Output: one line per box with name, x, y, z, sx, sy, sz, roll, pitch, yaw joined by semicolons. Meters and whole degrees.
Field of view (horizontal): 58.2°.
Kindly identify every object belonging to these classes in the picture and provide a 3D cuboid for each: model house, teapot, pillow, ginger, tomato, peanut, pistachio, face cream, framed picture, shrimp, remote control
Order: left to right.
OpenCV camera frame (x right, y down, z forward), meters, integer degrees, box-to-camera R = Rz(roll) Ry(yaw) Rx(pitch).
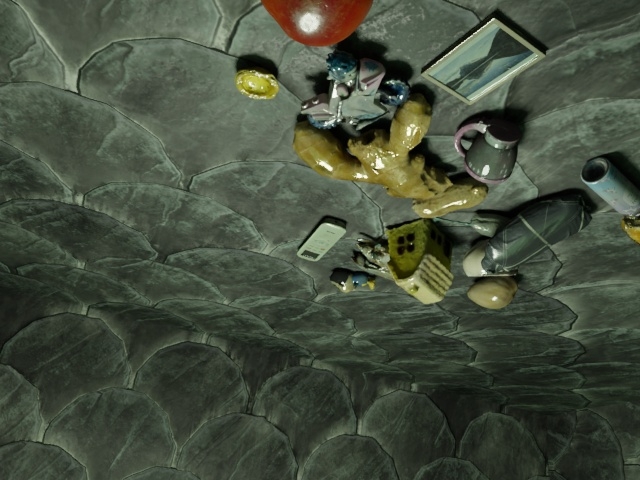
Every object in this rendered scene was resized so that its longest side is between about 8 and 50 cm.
tomato;-0.008;-0.433;1.031;0.228;0.112;0.199;21;150;-27
remote control;-0.001;0.000;1.967;0.090;0.038;0.309;17;153;-15
ginger;0.143;-0.193;1.447;0.363;0.122;0.348;-15;137;22
shrimp;0.218;0.078;2.020;0.247;0.085;0.360;-5;155;40
model house;0.306;0.080;1.808;0.175;0.234;0.193;-11;146;35
peanut;0.350;-0.120;1.560;0.214;0.099;0.099;-19;143;36
framed picture;0.326;-0.360;1.169;0.150;0.015;0.203;23;150;-27
teapot;0.399;-0.224;1.346;0.116;0.148;0.146;-21;148;-21
pistachio;0.615;0.180;2.050;0.185;0.124;0.124;-5;151;39
pillow;0.595;-0.013;1.614;0.335;0.092;0.161;-37;126;24
face cream;0.742;-0.125;1.439;0.229;0.075;0.075;27;149;-33

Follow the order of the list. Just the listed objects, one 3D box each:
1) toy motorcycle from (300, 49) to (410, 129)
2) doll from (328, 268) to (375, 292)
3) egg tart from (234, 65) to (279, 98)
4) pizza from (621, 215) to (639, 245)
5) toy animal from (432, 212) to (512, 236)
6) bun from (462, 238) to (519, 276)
toy motorcycle;0.049;-0.329;1.227;0.239;0.108;0.204;-28;144;20
doll;0.118;0.158;2.199;0.179;0.102;0.088;13;111;0
egg tart;-0.141;-0.358;1.294;0.105;0.039;0.105;7;153;4
pizza;0.977;-0.025;1.548;0.324;0.089;0.223;20;158;-24
toy animal;0.457;-0.047;1.697;0.253;0.070;0.079;6;141;12
bun;0.534;0.053;1.809;0.173;0.119;0.173;-4;177;0
